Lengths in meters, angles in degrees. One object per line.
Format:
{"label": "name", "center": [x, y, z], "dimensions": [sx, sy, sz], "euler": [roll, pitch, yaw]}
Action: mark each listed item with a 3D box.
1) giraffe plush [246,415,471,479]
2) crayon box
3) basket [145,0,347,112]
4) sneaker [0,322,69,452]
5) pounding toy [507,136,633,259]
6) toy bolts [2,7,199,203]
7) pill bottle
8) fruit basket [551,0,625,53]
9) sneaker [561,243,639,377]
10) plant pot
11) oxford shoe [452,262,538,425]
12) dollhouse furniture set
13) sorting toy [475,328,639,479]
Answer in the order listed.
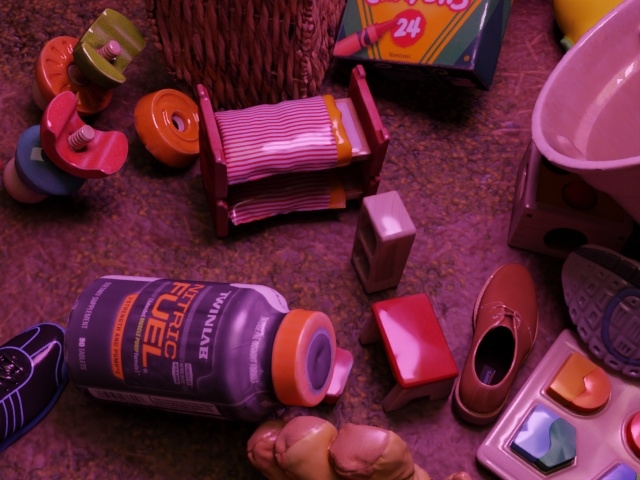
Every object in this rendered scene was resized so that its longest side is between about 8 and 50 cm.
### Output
{"label": "giraffe plush", "center": [0.025, 0.273, 0.791], "dimensions": [0.210, 0.181, 0.170], "euler": [30, 63, -27]}
{"label": "crayon box", "center": [0.155, -0.367, 1.137], "dimensions": [0.202, 0.081, 0.319], "euler": [12, 84, 30]}
{"label": "basket", "center": [-0.082, -0.321, 1.076], "dimensions": [0.213, 0.299, 0.223], "euler": [15, 58, 6]}
{"label": "sneaker", "center": [-0.330, 0.160, 0.848], "dimensions": [0.081, 0.090, 0.232], "euler": [29, 58, 13]}
{"label": "pounding toy", "center": [0.338, -0.023, 1.041], "dimensions": [0.206, 0.094, 0.181], "euler": [14, 56, 4]}
{"label": "toy bolts", "center": [-0.276, -0.123, 1.052], "dimensions": [0.218, 0.158, 0.228], "euler": [45, 41, -24]}
{"label": "pill bottle", "center": [-0.111, 0.103, 0.839], "dimensions": [0.245, 0.130, 0.130], "euler": [2, 52, 24]}
{"label": "fruit basket", "center": [0.433, -0.404, 1.239], "dimensions": [0.392, 0.392, 0.283], "euler": [11, 19, 2]}
{"label": "sneaker", "center": [0.395, 0.105, 0.961], "dimensions": [0.297, 0.111, 0.129], "euler": [39, 31, 8]}
{"label": "plant pot", "center": [0.448, -0.091, 0.915], "dimensions": [0.305, 0.334, 0.334], "euler": [46, 54, -24]}
{"label": "oxford shoe", "center": [0.203, 0.097, 0.957], "dimensions": [0.076, 0.076, 0.212], "euler": [17, 50, 8]}
{"label": "dollhouse furniture set", "center": [0.000, 0.000, 0.954], "dimensions": [0.201, 0.152, 0.374], "euler": [-11, 58, -13]}
{"label": "sorting toy", "center": [0.294, 0.209, 0.913], "dimensions": [0.193, 0.038, 0.208], "euler": [35, 59, 17]}
